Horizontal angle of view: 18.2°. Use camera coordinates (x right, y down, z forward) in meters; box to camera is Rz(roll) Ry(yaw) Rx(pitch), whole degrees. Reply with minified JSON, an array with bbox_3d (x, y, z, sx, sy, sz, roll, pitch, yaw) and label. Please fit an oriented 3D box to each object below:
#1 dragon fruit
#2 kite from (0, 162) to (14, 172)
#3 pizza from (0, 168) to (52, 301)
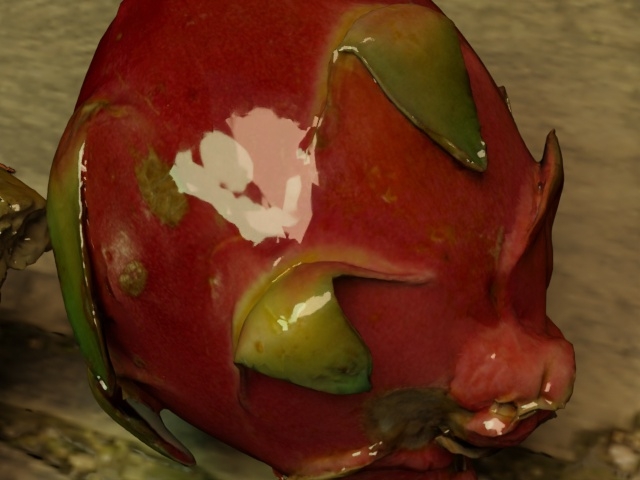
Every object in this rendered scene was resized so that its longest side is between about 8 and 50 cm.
[{"bbox_3d":[-0.004,-0.004,0.813,0.224,0.224,0.227,-16,73,1],"label":"dragon fruit"},{"bbox_3d":[-0.314,-0.052,0.994,0.321,0.016,0.234,27,73,21],"label":"kite"},{"bbox_3d":[-0.255,0.075,0.861,0.323,0.089,0.223,-11,66,21],"label":"pizza"}]
